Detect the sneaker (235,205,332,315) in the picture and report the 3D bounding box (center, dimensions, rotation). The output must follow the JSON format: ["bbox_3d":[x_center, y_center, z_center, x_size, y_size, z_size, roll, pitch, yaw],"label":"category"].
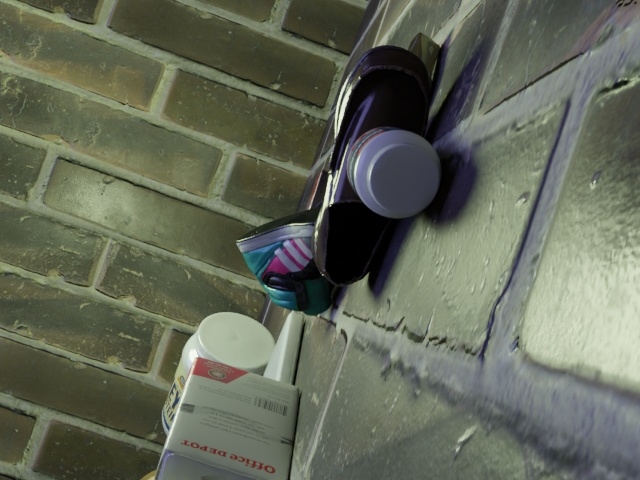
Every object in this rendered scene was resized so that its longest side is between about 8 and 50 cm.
[{"bbox_3d":[-0.008,0.042,1.609,0.295,0.178,0.124,-14,16,41],"label":"sneaker"}]

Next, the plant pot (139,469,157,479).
[{"bbox_3d":[-0.255,0.589,1.723,0.254,0.237,0.237,22,93,68],"label":"plant pot"}]

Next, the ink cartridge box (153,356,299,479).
[{"bbox_3d":[-0.159,0.346,1.548,0.283,0.207,0.117,-82,11,-65],"label":"ink cartridge box"}]

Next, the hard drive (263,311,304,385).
[{"bbox_3d":[-0.096,0.319,1.899,0.307,0.040,0.203,-80,11,-60],"label":"hard drive"}]

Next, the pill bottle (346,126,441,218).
[{"bbox_3d":[0.091,-0.084,1.103,0.180,0.107,0.108,-109,39,-81],"label":"pill bottle"}]

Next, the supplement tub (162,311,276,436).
[{"bbox_3d":[-0.253,0.366,2.258,0.235,0.235,0.325,-79,10,-58],"label":"supplement tub"}]

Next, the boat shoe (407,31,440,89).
[{"bbox_3d":[0.160,-0.256,1.400,0.056,0.048,0.153,-44,31,50],"label":"boat shoe"}]

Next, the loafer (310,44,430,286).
[{"bbox_3d":[0.075,-0.087,1.261,0.130,0.133,0.366,-92,12,-64],"label":"loafer"}]

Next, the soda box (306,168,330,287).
[{"bbox_3d":[0.000,0.000,1.778,0.083,0.092,0.263,136,153,-78],"label":"soda box"}]
